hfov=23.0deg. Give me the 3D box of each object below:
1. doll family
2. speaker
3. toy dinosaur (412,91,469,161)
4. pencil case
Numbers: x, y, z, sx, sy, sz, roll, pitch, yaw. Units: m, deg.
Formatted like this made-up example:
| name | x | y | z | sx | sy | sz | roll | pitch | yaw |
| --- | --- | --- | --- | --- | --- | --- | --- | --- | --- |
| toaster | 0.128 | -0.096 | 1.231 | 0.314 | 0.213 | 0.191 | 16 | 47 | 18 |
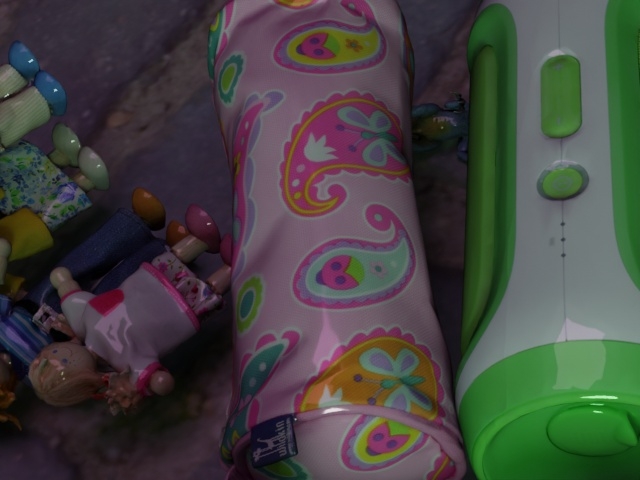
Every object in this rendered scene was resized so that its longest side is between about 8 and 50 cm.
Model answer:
| name | x | y | z | sx | sy | sz | roll | pitch | yaw |
| --- | --- | --- | --- | --- | --- | --- | --- | --- | --- |
| doll family | -0.165 | 0.022 | 0.898 | 0.163 | 0.118 | 0.263 | -39 | 64 | -23 |
| speaker | 0.131 | -0.015 | 0.775 | 0.131 | 0.131 | 0.296 | -8 | 48 | 16 |
| toy dinosaur | 0.076 | -0.074 | 0.919 | 0.082 | 0.047 | 0.090 | -14 | 32 | -16 |
| pencil case | 0.000 | 0.000 | 0.799 | 0.124 | 0.124 | 0.284 | -12 | 57 | 12 |
